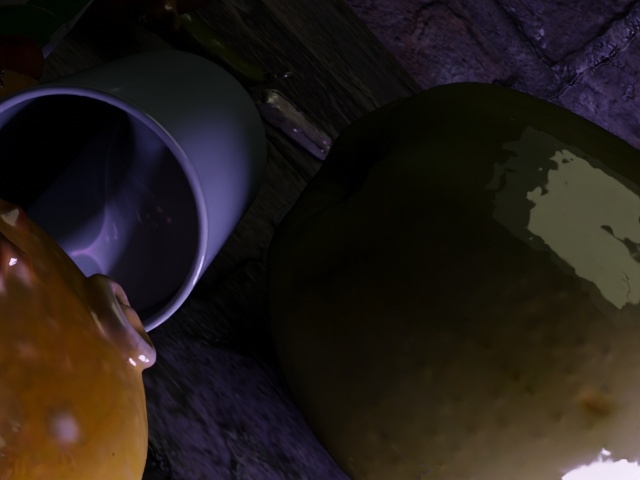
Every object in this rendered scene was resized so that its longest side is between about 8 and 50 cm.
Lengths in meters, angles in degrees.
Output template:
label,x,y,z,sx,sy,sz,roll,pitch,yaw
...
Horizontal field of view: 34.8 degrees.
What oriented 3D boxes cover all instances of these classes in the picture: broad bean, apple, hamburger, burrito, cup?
label,x,y,z,sx,sy,sz,roll,pitch,yaw
broad bean,-0.176,-0.309,1.587,0.325,0.067,0.075,35,53,-39
apple,0.167,0.074,1.015,0.474,0.474,0.473,41,20,-19
hamburger,-0.229,0.058,0.568,0.302,0.186,0.261,53,19,20
burrito,-0.037,-0.186,1.664,0.188,0.045,0.058,35,48,-38
cup,-0.165,-0.058,0.906,0.205,0.205,0.312,46,17,-7

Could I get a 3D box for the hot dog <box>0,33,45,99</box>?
label,x,y,z,sx,sy,sz,roll,pitch,yaw
hot dog,-0.327,-0.155,0.885,0.194,0.107,0.326,45,19,-7

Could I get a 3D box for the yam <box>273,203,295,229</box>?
label,x,y,z,sx,sy,sz,roll,pitch,yaw
yam,0.000,0.000,1.368,0.132,0.054,0.054,33,24,-33

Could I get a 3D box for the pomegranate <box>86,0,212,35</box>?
label,x,y,z,sx,sy,sz,roll,pitch,yaw
pomegranate,-0.236,-0.413,1.310,0.338,0.338,0.338,41,20,-19

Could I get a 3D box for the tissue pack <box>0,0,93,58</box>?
label,x,y,z,sx,sy,sz,roll,pitch,yaw
tissue pack,-0.291,-0.291,1.071,0.156,0.209,0.148,20,33,-58
